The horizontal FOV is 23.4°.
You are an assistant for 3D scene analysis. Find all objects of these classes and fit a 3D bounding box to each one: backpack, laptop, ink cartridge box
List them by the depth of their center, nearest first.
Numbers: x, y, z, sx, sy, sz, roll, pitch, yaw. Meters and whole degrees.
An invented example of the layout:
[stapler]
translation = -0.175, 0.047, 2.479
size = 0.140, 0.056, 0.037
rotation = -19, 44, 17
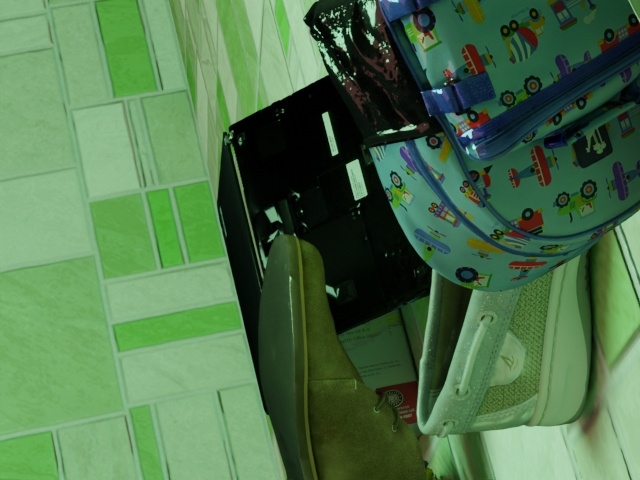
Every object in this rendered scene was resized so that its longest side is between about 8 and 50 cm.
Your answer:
[backpack]
translation = 0.098, -0.068, 0.747
size = 0.117, 0.158, 0.173
rotation = -13, 101, 63
[laptop]
translation = 0.000, 0.000, 1.411
size = 0.136, 0.264, 0.234
rotation = 26, -136, -57
[ink cartridge box]
translation = 0.017, 0.123, 1.534
size = 0.127, 0.128, 0.176
rotation = 102, 156, -69

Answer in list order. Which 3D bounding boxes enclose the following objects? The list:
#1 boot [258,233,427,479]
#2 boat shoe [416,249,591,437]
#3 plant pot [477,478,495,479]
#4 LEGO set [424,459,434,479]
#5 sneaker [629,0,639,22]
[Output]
[boot]
translation = 0.016, 0.141, 1.280
size = 0.112, 0.115, 0.305
rotation = -168, 69, -77
[boat shoe]
translation = 0.099, -0.020, 0.927
size = 0.118, 0.103, 0.320
rotation = -115, 17, -58
[plant pot]
translation = 0.078, 0.315, 1.138
size = 0.228, 0.207, 0.227
rotation = 166, 93, -80
[LEGO set]
translation = 0.078, 0.338, 1.445
size = 0.331, 0.192, 0.255
rotation = 99, -172, -56
[sneaker]
translation = 0.162, -0.097, 0.601
size = 0.192, 0.064, 0.086
rotation = -110, 5, -46
